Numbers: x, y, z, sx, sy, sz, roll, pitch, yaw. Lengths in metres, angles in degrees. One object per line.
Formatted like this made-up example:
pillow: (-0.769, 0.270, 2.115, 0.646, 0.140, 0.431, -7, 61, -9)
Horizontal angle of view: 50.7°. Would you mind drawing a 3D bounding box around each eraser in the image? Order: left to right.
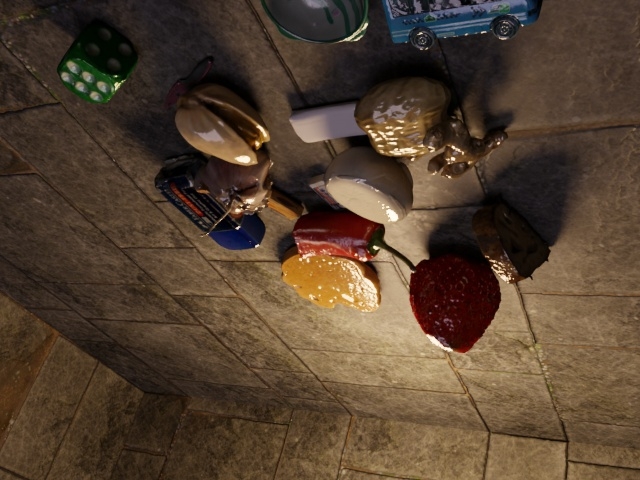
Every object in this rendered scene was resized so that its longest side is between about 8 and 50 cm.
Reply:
eraser: (-0.304, -0.098, 1.878, 0.155, 0.101, 0.332, -6, 142, 34)
eraser: (0.028, -0.123, 1.745, 0.052, 0.029, 0.122, -14, 138, 41)

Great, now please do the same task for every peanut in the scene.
peanut: (0.181, -0.244, 1.384, 0.197, 0.110, 0.233, -15, 141, 18)

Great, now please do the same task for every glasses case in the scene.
glasses case: (-0.129, -0.116, 1.825, 0.170, 0.041, 0.065, 30, 158, -22)

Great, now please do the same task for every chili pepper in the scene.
chili pepper: (0.100, -0.014, 1.787, 0.338, 0.131, 0.134, 3, 133, 28)

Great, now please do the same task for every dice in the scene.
dice: (-0.490, -0.386, 1.481, 0.128, 0.120, 0.131, 36, 143, -28)

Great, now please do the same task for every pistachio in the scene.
pistachio: (-0.220, -0.258, 1.533, 0.229, 0.157, 0.157, 31, 147, -31)

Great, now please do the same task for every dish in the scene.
dish: (0.002, -0.451, 1.174, 0.224, 0.078, 0.246, 27, 149, -18)

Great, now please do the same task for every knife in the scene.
knife: (-0.309, -0.355, 1.542, 0.035, 0.018, 0.247, 30, 148, -27)

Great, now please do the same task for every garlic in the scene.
garlic: (-0.213, -0.104, 1.686, 0.207, 0.256, 0.207, 11, 164, 3)

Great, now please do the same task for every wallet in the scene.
wallet: (0.021, -0.265, 1.515, 0.190, 0.033, 0.095, -5, 142, 31)

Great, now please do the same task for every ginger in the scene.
ginger: (0.271, -0.177, 1.365, 0.259, 0.065, 0.149, -5, 144, -50)

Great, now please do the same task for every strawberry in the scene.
strawberry: (0.363, 0.177, 1.836, 0.257, 0.276, 0.257, 9, 147, 6)

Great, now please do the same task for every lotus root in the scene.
lotus root: (0.466, 0.017, 1.640, 0.074, 0.170, 0.261, -21, 128, 42)

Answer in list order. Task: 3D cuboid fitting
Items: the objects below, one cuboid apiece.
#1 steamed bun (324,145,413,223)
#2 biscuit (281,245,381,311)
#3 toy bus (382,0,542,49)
steamed bun: (0.123, -0.136, 1.577, 0.228, 0.130, 0.177, 33, 156, -28)
biscuit: (0.033, 0.117, 2.108, 0.312, 0.057, 0.351, -9, 140, 37)
toy bus: (0.229, -0.406, 1.103, 0.246, 0.113, 0.134, 1, 140, 28)
